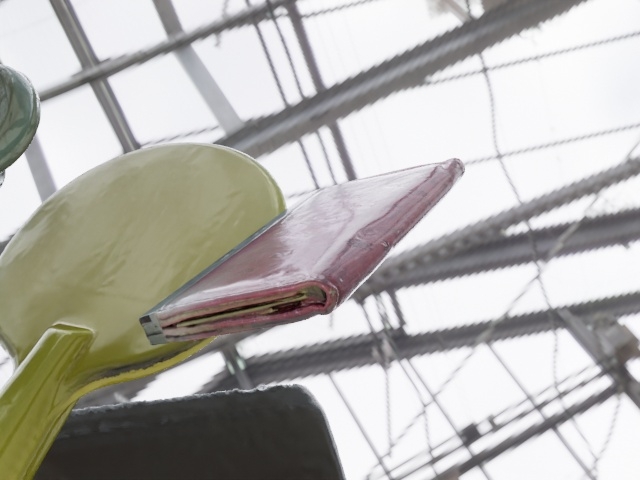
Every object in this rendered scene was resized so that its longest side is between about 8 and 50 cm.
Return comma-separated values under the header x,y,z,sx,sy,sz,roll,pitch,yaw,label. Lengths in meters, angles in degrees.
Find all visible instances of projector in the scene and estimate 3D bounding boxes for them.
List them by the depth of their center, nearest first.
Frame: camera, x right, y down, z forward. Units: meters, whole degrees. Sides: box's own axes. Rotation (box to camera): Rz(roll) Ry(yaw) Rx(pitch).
x,y,z,sx,sy,sz,roll,pitch,yaw,label
-0.155,0.359,1.192,0.395,0.405,0.242,-2,-19,-43,projector

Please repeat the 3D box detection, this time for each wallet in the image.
x,y,z,sx,sy,sz,roll,pitch,yaw,label
0.000,0.000,0.757,0.119,0.232,0.025,-13,-76,28,wallet

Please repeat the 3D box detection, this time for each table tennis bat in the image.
x,y,z,sx,sy,sz,roll,pitch,yaw,label
-0.158,0.059,0.891,0.369,0.224,0.054,-60,-36,-36,table tennis bat

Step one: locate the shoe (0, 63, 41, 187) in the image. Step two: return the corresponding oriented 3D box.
x,y,z,sx,sy,sz,roll,pitch,yaw,label
-0.238,-0.045,0.837,0.195,0.079,0.078,-30,-33,32,shoe
